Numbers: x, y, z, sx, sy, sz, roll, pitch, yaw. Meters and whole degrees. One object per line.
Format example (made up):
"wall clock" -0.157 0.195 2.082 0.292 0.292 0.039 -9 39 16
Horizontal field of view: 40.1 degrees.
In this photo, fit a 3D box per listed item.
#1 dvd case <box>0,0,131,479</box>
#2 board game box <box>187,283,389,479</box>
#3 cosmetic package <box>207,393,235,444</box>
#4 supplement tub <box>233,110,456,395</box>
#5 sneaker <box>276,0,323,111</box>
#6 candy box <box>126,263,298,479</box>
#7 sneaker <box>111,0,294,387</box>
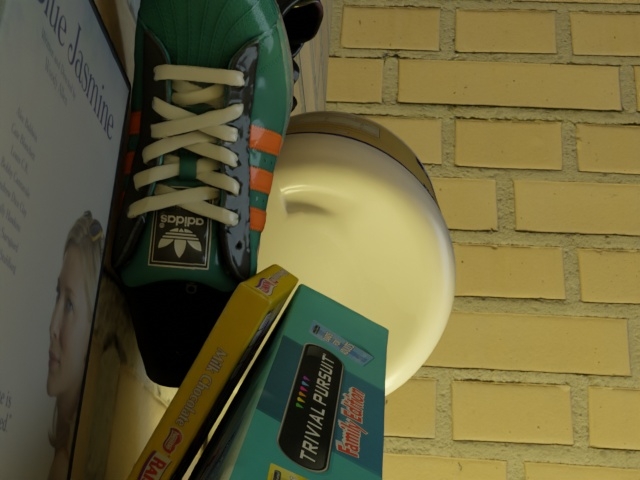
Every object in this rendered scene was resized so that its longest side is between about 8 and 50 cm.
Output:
"dvd case" -0.134 -0.011 0.412 0.180 0.022 0.252 83 9 -69
"board game box" -0.057 0.191 0.507 0.253 0.079 0.336 -61 -178 14
"cosmetic package" -0.056 0.221 0.943 0.085 0.118 0.231 -16 110 -70
"supplement tub" 0.000 0.000 0.853 0.331 0.241 0.240 -73 165 -76
"sneaker" -0.057 -0.202 0.723 0.107 0.124 0.283 88 5 -59
"candy box" -0.081 0.112 0.567 0.205 0.027 0.105 -60 178 8
"sneaker" -0.078 -0.035 0.576 0.121 0.108 0.302 -86 -179 -58
